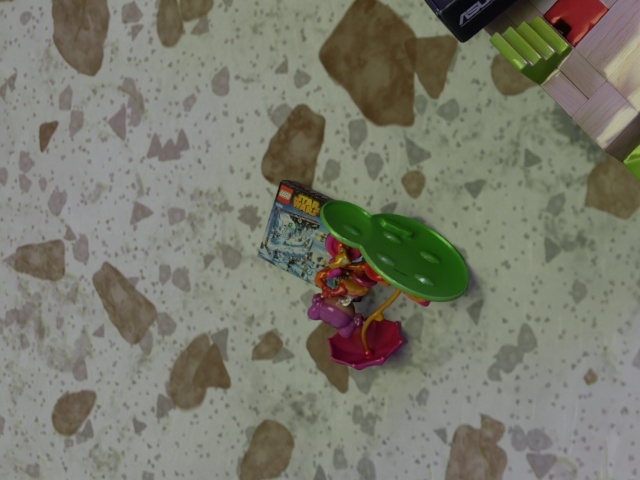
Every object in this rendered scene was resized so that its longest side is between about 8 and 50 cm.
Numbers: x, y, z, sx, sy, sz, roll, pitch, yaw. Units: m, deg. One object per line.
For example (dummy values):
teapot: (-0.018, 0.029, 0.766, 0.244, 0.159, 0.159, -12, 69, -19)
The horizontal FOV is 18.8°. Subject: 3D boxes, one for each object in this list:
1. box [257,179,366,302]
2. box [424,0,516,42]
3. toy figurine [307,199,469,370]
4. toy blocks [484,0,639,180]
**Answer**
box: (0.000, 0.000, 2.129, 0.137, 0.027, 0.094, 26, 106, 33)
box: (0.177, -0.347, 1.833, 0.270, 0.060, 0.216, -38, 52, 8)
toy figurine: (0.044, 0.062, 2.036, 0.173, 0.130, 0.159, 27, 123, -6)
toy blocks: (0.287, -0.262, 1.857, 0.261, 0.191, 0.381, -47, 62, 12)
